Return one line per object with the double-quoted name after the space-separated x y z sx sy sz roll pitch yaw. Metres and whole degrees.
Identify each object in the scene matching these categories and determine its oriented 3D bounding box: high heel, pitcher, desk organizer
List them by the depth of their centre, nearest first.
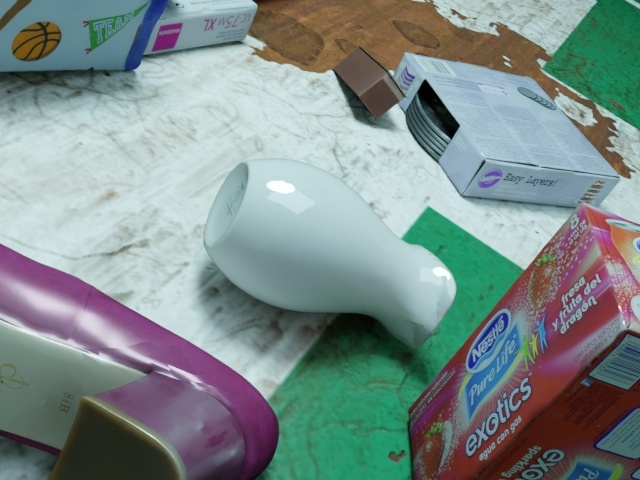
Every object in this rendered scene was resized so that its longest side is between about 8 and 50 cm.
-0.206 0.064 0.550 0.377 0.127 0.181 34 7 14 "high heel"
0.000 0.000 0.734 0.207 0.125 0.178 24 14 -24 "pitcher"
0.064 -0.213 1.078 0.047 0.050 0.130 49 7 -31 "desk organizer"

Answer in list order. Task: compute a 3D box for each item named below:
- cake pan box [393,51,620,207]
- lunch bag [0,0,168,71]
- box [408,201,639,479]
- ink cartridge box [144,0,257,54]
0.249 -0.153 1.119 0.267 0.070 0.246 2 41 -32 "cake pan box"
-0.357 -0.370 0.786 0.328 0.239 0.385 -13 62 -51 "lunch bag"
0.176 0.116 0.574 0.128 0.257 0.122 19 39 -13 "box"
-0.251 -0.357 1.035 0.311 0.065 0.186 44 38 17 "ink cartridge box"
